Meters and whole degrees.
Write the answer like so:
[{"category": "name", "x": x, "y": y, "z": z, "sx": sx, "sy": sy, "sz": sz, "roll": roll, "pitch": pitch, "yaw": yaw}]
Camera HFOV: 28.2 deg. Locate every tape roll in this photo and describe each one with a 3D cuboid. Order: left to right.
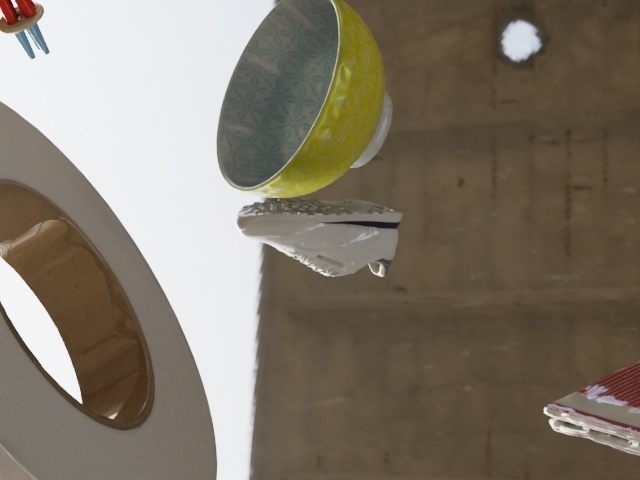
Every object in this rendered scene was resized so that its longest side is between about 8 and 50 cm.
[{"category": "tape roll", "x": -0.211, "y": 0.061, "z": 0.932, "sx": 0.072, "sy": 0.392, "sz": 0.392, "roll": -30, "pitch": -116, "yaw": 12}]

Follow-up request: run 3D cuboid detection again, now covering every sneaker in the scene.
[{"category": "sneaker", "x": 0.000, "y": 0.000, "z": 1.581, "sx": 0.090, "sy": 0.235, "sz": 0.095, "roll": 31, "pitch": -66, "yaw": 55}]

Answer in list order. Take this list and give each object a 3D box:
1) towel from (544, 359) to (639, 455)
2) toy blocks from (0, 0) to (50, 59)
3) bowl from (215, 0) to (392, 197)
[{"category": "towel", "x": 0.380, "y": 0.108, "z": 1.058, "sx": 0.237, "sy": 0.329, "sz": 0.037, "roll": 3, "pitch": -68, "yaw": 70}, {"category": "toy blocks", "x": -0.344, "y": -0.262, "z": 1.331, "sx": 0.123, "sy": 0.148, "sz": 0.054, "roll": 22, "pitch": -124, "yaw": 41}, {"category": "bowl", "x": 0.001, "y": -0.177, "z": 1.698, "sx": 0.289, "sy": 0.156, "sz": 0.289, "roll": -35, "pitch": -135, "yaw": 44}]
